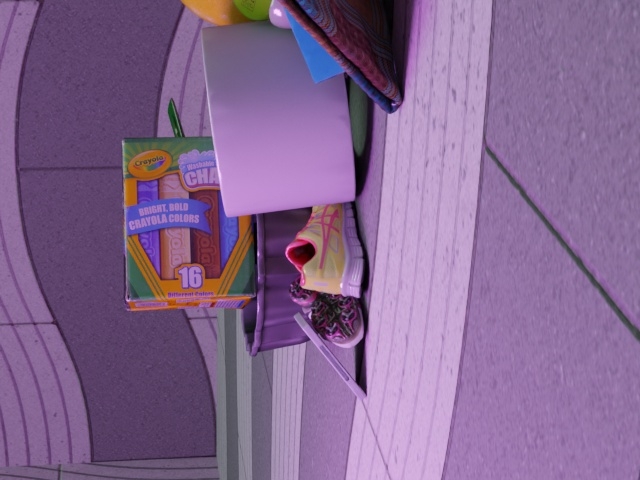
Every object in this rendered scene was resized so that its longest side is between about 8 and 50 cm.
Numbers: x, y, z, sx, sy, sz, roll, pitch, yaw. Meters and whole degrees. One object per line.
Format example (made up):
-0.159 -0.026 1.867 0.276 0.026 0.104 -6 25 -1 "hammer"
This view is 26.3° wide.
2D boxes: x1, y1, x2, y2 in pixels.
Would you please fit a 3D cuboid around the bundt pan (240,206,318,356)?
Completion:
-0.049 0.002 2.004 0.331 0.124 0.331 178 90 -81 "bundt pan"

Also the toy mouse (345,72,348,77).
0.040 -0.270 1.666 0.161 0.031 0.143 -132 37 -81 "toy mouse"

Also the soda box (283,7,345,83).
-0.008 -0.290 1.549 0.210 0.071 0.067 67 -160 -6 "soda box"

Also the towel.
0.001 -0.348 1.471 0.271 0.040 0.370 37 -142 -52 "towel"

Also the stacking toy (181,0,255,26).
-0.119 -0.400 1.825 0.480 0.350 0.350 62 -177 -24 "stacking toy"

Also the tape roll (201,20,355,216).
-0.052 -0.159 1.742 0.246 0.169 0.246 172 90 -89 "tape roll"

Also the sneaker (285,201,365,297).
0.000 0.000 1.775 0.208 0.094 0.082 -104 13 -61 "sneaker"

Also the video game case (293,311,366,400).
0.011 0.148 1.761 0.122 0.011 0.087 52 178 -11 "video game case"

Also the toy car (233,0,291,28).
-0.042 -0.355 1.671 0.136 0.159 0.182 -23 -38 -54 "toy car"

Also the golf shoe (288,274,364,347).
0.024 0.100 1.790 0.086 0.067 0.186 51 179 -26 "golf shoe"

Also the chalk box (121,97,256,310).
-0.189 -0.052 1.930 0.180 0.179 0.289 137 132 -80 "chalk box"
